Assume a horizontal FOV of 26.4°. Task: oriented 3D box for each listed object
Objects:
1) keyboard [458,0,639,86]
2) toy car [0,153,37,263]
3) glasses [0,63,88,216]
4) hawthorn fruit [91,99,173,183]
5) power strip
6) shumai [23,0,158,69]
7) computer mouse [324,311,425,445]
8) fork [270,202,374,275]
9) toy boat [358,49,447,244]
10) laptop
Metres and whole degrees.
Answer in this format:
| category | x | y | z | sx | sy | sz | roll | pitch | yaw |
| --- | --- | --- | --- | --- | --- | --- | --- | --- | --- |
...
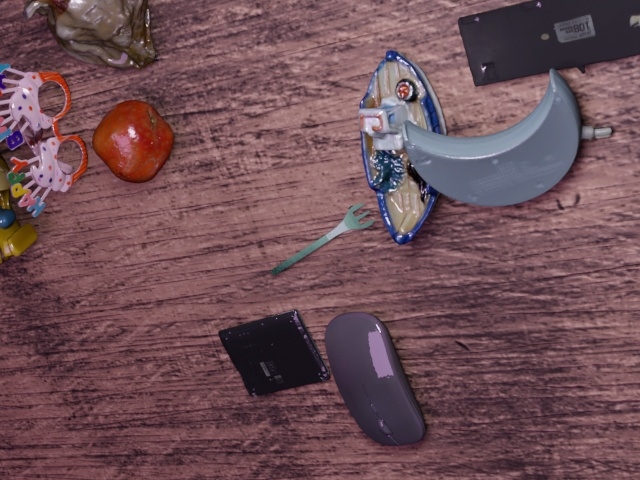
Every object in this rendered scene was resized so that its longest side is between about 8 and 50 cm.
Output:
| category | x | y | z | sx | sy | sz | roll | pitch | yaw |
| --- | --- | --- | --- | --- | --- | --- | --- | --- | --- |
| keyboard | 0.318 | -0.257 | 1.669 | 0.317 | 0.027 | 0.106 | -7 | 108 | 37 |
| toy car | -0.578 | -0.069 | 2.301 | 0.142 | 0.200 | 0.248 | -16 | 109 | 17 |
| glasses | -0.474 | -0.171 | 2.177 | 0.095 | 0.162 | 0.255 | -1 | 114 | 39 |
| hawthorn fruit | -0.285 | -0.152 | 2.091 | 0.128 | 0.128 | 0.128 | 17 | 124 | 27 |
| power strip | 0.241 | -0.124 | 1.741 | 0.253 | 0.054 | 0.167 | -16 | 128 | 21 |
| shumai | -0.359 | -0.335 | 1.984 | 0.184 | 0.185 | 0.218 | 8 | 120 | 31 |
| computer mouse | 0.081 | 0.217 | 2.082 | 0.120 | 0.057 | 0.232 | -9 | 109 | 38 |
| fork | 0.001 | -0.001 | 2.040 | 0.235 | 0.021 | 0.039 | -31 | 91 | 43 |
| toy boat | 0.102 | -0.122 | 1.835 | 0.114 | 0.115 | 0.262 | 5 | 118 | 33 |
| laptop | -0.076 | 0.184 | 2.201 | 0.180 | 0.016 | 0.129 | -19 | 105 | 39 |
